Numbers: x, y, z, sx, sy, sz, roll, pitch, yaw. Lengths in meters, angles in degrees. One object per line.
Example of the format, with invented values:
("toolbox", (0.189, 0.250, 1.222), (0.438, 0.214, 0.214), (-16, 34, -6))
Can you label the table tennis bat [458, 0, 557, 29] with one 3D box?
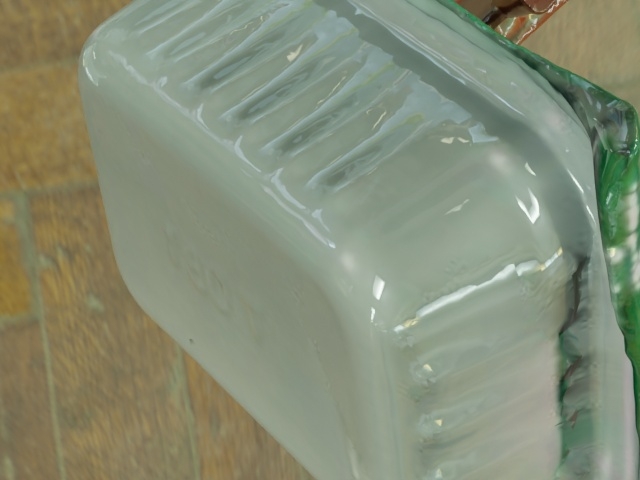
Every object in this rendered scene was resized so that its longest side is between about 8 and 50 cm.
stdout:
("table tennis bat", (0.090, -0.122, 1.009), (0.019, 0.155, 0.098), (41, 84, -10))

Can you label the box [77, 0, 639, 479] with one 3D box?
("box", (0.000, 0.000, 0.852), (0.106, 0.264, 0.337), (-28, 43, -24))

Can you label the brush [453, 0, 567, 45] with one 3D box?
("brush", (0.139, -0.178, 1.262), (0.323, 0.070, 0.051), (-45, 112, -15))
